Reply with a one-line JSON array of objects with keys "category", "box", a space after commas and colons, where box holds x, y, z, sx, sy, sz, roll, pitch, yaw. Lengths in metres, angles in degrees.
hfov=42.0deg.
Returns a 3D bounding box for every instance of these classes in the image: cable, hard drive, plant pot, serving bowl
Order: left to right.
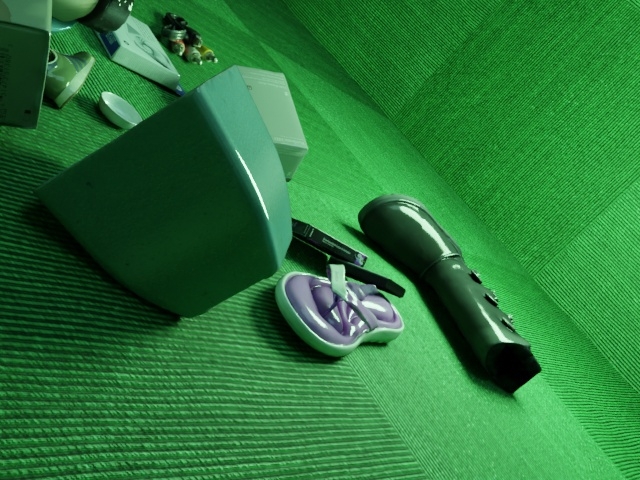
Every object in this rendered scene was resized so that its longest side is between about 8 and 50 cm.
[{"category": "serving bowl", "box": [-0.349, -0.219, 1.437, 0.083, 0.027, 0.083, 39, 17, -15]}, {"category": "cable", "box": [-0.369, -0.521, 2.130, 0.139, 0.072, 0.287, 9, 22, -34]}, {"category": "plant pot", "box": [-0.168, -0.050, 1.104, 0.252, 0.248, 0.247, 58, 14, -14]}, {"category": "hard drive", "box": [0.090, 0.072, 1.618, 0.135, 0.022, 0.094, 21, -7, 31]}]

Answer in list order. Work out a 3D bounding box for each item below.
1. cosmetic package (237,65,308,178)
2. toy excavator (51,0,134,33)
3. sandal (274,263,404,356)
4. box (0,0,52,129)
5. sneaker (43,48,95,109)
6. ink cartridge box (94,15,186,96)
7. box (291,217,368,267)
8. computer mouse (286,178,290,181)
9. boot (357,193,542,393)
[{"category": "cosmetic package", "box": [-0.123, -0.252, 1.775, 0.127, 0.107, 0.238, 4, 47, -30]}, {"category": "toy excavator", "box": [-0.569, -0.571, 1.515, 0.222, 0.445, 0.433, 17, 72, -57]}, {"category": "sandal", "box": [0.050, 0.099, 1.437, 0.169, 0.102, 0.416, 49, 16, 18]}, {"category": "box", "box": [-0.441, -0.292, 1.157, 0.121, 0.148, 0.311, 7, 30, -21]}, {"category": "sneaker", "box": [-0.426, -0.287, 1.360, 0.086, 0.064, 0.192, 41, 19, -24]}, {"category": "ink cartridge box", "box": [-0.387, -0.417, 1.801, 0.224, 0.045, 0.223, 23, 26, -49]}, {"category": "box", "box": [0.000, 0.000, 1.616, 0.162, 0.029, 0.116, 27, -4, -38]}, {"category": "computer mouse", "box": [-0.142, -0.245, 1.895, 0.272, 0.072, 0.188, 50, 17, 21]}, {"category": "boot", "box": [0.294, 0.116, 1.925, 0.367, 0.146, 0.445, 27, 28, -39]}]
